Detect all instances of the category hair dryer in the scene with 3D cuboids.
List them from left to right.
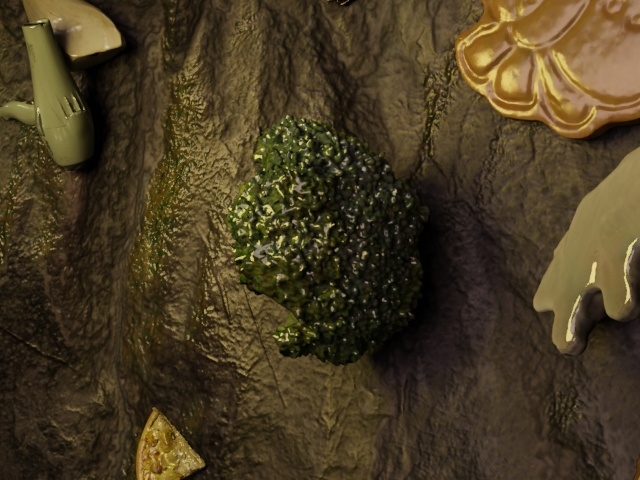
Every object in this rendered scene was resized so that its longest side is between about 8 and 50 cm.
[{"bbox_3d":[-0.418,-0.233,1.765,0.225,0.088,0.219,33,134,32],"label":"hair dryer"}]

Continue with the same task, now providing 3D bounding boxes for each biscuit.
[{"bbox_3d":[0.313,-0.280,1.438,0.351,0.057,0.312,22,91,29],"label":"biscuit"}]

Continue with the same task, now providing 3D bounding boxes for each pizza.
[{"bbox_3d":[-0.205,0.292,1.632,0.108,0.026,0.123,3,82,26],"label":"pizza"}]

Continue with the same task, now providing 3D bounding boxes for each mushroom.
[{"bbox_3d":[-0.388,-0.334,1.802,0.247,0.096,0.108,49,135,29],"label":"mushroom"}]

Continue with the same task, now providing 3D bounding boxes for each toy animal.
[{"bbox_3d":[0.398,0.014,1.305,0.266,0.188,0.308,40,113,49],"label":"toy animal"}]

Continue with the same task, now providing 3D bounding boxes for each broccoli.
[{"bbox_3d":[0.015,0.003,1.447,0.235,0.260,0.288,13,89,15],"label":"broccoli"}]

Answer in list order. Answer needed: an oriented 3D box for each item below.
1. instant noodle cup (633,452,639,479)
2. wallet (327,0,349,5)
[{"bbox_3d":[0.448,0.278,1.248,0.274,0.091,0.274,-6,78,28],"label":"instant noodle cup"},{"bbox_3d":[0.036,-0.434,1.619,0.161,0.042,0.195,-34,67,19],"label":"wallet"}]
